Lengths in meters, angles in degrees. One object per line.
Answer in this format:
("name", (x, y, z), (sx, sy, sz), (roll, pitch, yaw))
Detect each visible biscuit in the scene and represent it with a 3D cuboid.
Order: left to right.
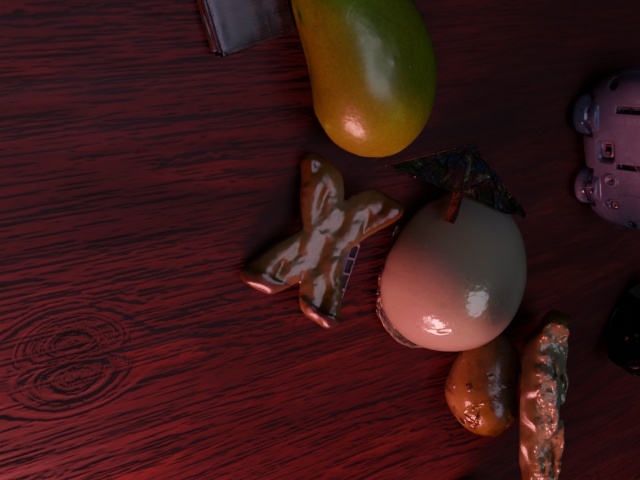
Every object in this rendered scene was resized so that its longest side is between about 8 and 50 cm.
("biscuit", (0.001, 0.000, 1.096), (0.164, 0.047, 0.208), (30, 87, -12))
("biscuit", (0.385, 0.287, 1.356), (0.329, 0.078, 0.335), (65, 33, -62))

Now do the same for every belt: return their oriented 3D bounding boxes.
("belt", (0.662, 0.175, 1.566), (0.078, 0.151, 0.198), (30, 85, -36))

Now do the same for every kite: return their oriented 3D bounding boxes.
("kite", (0.212, -0.093, 1.205), (0.009, 0.232, 0.189), (112, 0, -49))

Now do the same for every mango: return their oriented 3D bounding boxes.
("mango", (0.065, -0.241, 1.022), (0.185, 0.149, 0.273), (-29, 117, -32))

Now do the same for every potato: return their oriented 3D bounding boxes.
("potato", (0.282, 0.248, 1.350), (0.137, 0.137, 0.176), (22, 72, -37))

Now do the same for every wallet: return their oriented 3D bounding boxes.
("wallet", (-0.106, -0.348, 0.938), (0.124, 0.042, 0.230), (-29, 122, -27))

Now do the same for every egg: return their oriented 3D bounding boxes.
("egg", (0.243, 0.060, 1.229), (0.286, 0.174, 0.264), (-36, 126, -24))

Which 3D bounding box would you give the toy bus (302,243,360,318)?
("toy bus", (0.016, 0.056, 1.157), (0.052, 0.037, 0.130), (14, 95, -41))

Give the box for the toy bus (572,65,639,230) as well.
("toy bus", (0.595, -0.177, 1.391), (0.232, 0.197, 0.294), (-29, 118, -36))
